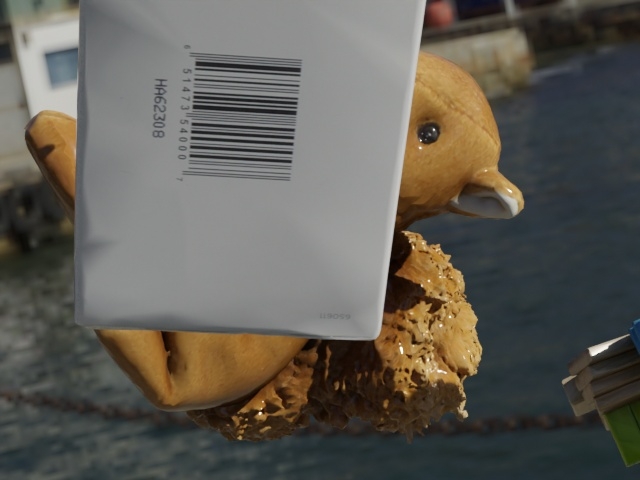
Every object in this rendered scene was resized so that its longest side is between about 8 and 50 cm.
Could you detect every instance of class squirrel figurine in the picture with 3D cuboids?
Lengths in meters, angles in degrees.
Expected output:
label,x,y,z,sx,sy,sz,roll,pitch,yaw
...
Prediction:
label,x,y,z,sx,sy,sz,roll,pitch,yaw
squirrel figurine,0.000,0.000,1.614,0.370,0.397,0.281,-29,40,2

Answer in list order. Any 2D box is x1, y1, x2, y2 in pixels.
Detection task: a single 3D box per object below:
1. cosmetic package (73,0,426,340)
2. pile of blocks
label,x,y,z,sx,sy,sz,roll,pitch,yaw
cosmetic package,-0.032,-0.112,0.805,0.138,0.224,0.224,3,34,-6
pile of blocks,0.280,0.103,1.321,0.149,0.112,0.362,-17,-17,-19
